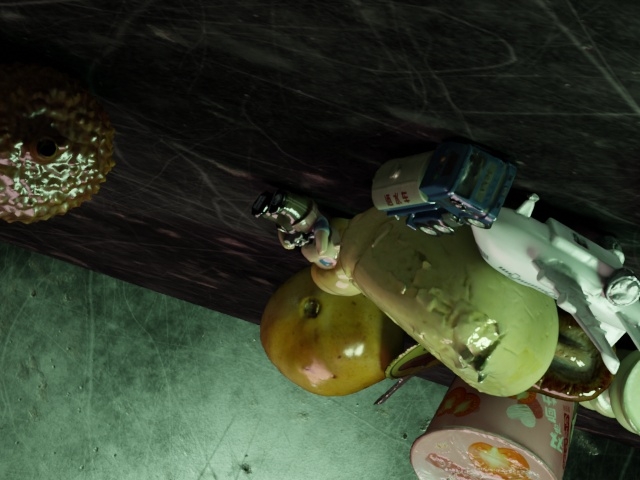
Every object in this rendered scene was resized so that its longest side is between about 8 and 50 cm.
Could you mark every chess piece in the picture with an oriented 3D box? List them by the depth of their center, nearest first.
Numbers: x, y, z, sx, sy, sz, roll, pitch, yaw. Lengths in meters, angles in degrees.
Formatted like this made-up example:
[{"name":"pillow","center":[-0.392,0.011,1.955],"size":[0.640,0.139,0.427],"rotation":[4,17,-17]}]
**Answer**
[{"name":"chess piece","center":[0.478,0.228,2.324],"size":[0.144,0.144,0.251],"rotation":[20,175,-18]}]

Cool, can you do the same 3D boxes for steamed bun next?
[{"name":"steamed bun","center":[0.160,0.050,1.706],"size":[0.273,0.166,0.232],"rotation":[40,178,42]}]

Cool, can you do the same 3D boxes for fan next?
[{"name":"fan","center":[0.177,0.179,2.314],"size":[0.230,0.011,0.335],"rotation":[-12,155,-44]}]

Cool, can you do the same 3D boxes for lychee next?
[{"name":"lychee","center":[-0.325,-0.108,1.630],"size":[0.200,0.200,0.238],"rotation":[22,-178,-26]}]

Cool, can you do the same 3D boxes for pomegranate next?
[{"name":"pomegranate","center":[0.024,0.140,2.336],"size":[0.233,0.233,0.233],"rotation":[17,171,3]}]

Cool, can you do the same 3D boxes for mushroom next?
[{"name":"mushroom","center":[0.303,0.134,2.109],"size":[0.227,0.148,0.217],"rotation":[3,158,22]}]

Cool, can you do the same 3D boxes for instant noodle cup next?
[{"name":"instant noodle cup","center":[0.290,0.282,2.281],"size":[0.243,0.231,0.243],"rotation":[17,142,14]}]

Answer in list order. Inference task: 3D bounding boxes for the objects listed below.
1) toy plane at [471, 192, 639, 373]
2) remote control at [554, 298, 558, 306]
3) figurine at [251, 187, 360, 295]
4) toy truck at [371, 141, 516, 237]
[{"name":"toy plane","center":[0.267,0.029,1.595],"size":[0.255,0.101,0.251],"rotation":[37,-160,-21]},{"name":"remote control","center":[0.326,0.073,2.002],"size":[0.245,0.025,0.063],"rotation":[25,167,-38]},{"name":"figurine","center":[0.000,0.000,1.948],"size":[0.114,0.108,0.196],"rotation":[-15,144,43]},{"name":"toy truck","center":[0.120,-0.057,1.506],"size":[0.088,0.074,0.202],"rotation":[30,168,-17]}]
